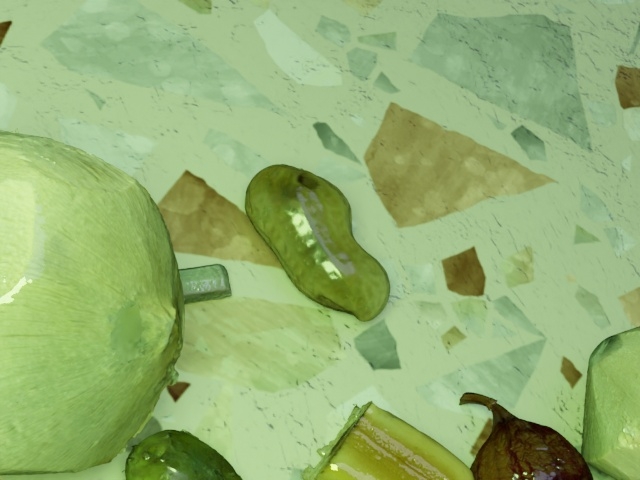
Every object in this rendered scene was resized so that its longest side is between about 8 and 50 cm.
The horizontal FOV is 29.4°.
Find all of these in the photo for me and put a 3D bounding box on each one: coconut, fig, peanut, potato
[{"bbox_3d":[-0.304,0.070,1.203,0.360,0.346,0.346,12,43,31],"label":"coconut"},{"bbox_3d":[0.237,0.249,1.449,0.146,0.133,0.201,14,43,-27],"label":"fig"},{"bbox_3d":[0.000,0.000,1.527,0.236,0.110,0.120,48,39,11],"label":"peanut"},{"bbox_3d":[0.436,0.204,1.492,0.244,0.239,0.239,32,51,-1],"label":"coconut"},{"bbox_3d":[-0.116,0.293,1.285,0.225,0.090,0.117,45,45,2],"label":"potato"}]

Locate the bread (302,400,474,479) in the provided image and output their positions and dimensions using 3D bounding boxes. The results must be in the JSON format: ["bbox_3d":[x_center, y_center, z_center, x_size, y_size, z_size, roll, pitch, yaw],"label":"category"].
[{"bbox_3d":[0.079,0.272,1.384,0.173,0.085,0.134,37,54,6],"label":"bread"}]

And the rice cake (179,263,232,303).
[{"bbox_3d":[-0.198,0.062,1.447,0.207,0.036,0.047,-11,74,-29],"label":"rice cake"}]
